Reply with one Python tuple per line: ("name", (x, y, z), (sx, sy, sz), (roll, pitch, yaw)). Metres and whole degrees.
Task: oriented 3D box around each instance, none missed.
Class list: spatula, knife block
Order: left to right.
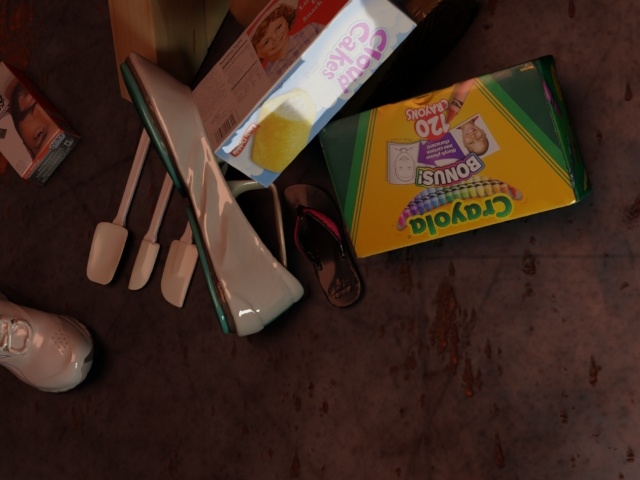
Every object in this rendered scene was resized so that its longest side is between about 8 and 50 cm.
("knife block", (-0.228, -0.320, 1.766), (0.088, 0.242, 0.276), (30, 95, 31))
("spatula", (-0.219, -0.046, 1.831), (0.168, 0.019, 0.242), (14, 86, 32))

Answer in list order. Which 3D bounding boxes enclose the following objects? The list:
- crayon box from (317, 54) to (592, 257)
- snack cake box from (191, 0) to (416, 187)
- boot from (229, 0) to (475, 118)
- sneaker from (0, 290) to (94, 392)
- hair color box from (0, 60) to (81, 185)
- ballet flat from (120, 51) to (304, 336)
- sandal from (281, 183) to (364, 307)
("crayon box", (0.152, -0.094, 1.567), (0.278, 0.081, 0.165), (-15, 95, 25))
("snack cake box", (-0.026, -0.212, 1.598), (0.264, 0.089, 0.152), (-47, 34, 17))
("boot", (0.032, -0.296, 1.708), (0.236, 0.089, 0.269), (-47, 60, 12))
("sneaker", (-0.436, 0.127, 1.850), (0.297, 0.129, 0.111), (17, 86, 30))
("hair color box", (-0.428, -0.169, 1.955), (0.093, 0.053, 0.167), (-50, 62, 10))
("ballet flat", (-0.130, -0.073, 1.730), (0.139, 0.139, 0.400), (-29, 74, 21))
("sandal", (0.000, 0.000, 1.685), (0.067, 0.040, 0.179), (-34, 65, 19))
